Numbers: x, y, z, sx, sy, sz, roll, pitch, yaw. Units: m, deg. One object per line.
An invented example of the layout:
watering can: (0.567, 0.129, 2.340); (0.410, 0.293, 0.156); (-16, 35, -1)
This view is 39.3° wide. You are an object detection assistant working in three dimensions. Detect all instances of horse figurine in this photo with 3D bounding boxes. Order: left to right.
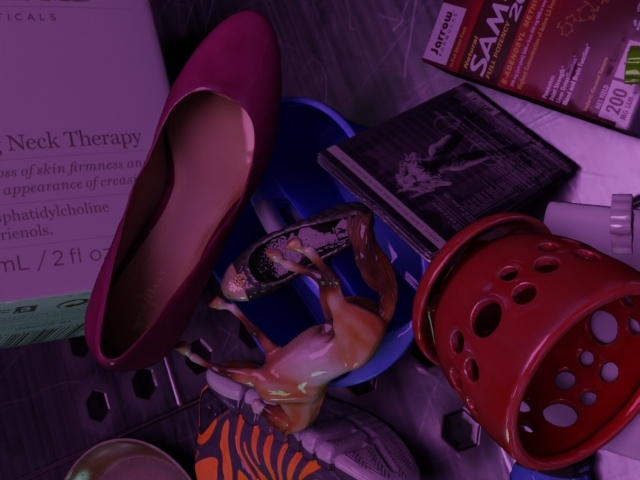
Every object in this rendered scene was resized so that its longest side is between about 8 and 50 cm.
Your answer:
horse figurine: (-0.013, 0.091, 0.879); (0.174, 0.066, 0.263); (40, 114, -16)

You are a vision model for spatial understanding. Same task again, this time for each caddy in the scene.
caddy: (0.000, 0.000, 1.003); (0.241, 0.179, 0.341); (-45, 66, 22)

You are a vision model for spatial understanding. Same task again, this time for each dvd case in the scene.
dvd case: (0.132, -0.078, 0.915); (0.164, 0.221, 0.018); (44, 145, 27)

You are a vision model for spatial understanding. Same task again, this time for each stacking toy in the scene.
stacking toy: (0.341, -0.081, 0.761); (0.167, 0.052, 0.221); (3, 62, 22)

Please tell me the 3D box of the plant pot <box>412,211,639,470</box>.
plant pot: (0.186, 0.080, 0.802); (0.174, 0.191, 0.191); (40, 109, 46)

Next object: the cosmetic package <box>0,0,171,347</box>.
cosmetic package: (-0.377, -0.085, 1.100); (0.327, 0.330, 0.393); (-31, 70, 57)

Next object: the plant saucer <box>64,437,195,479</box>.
plant saucer: (-0.243, 0.423, 1.215); (0.311, 0.050, 0.310); (-2, 86, 33)

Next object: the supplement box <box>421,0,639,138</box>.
supplement box: (0.238, -0.205, 0.922); (0.239, 0.073, 0.130); (26, 102, 32)

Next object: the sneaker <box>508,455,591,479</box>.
sneaker: (0.261, 0.252, 0.892); (0.152, 0.058, 0.084); (25, 110, 38)

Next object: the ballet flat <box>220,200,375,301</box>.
ballet flat: (-0.027, 0.008, 0.890); (0.173, 0.049, 0.057); (-29, 82, 8)

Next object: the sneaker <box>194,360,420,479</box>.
sneaker: (-0.027, 0.276, 1.055); (0.321, 0.125, 0.180); (22, 103, 43)

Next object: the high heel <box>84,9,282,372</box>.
high heel: (-0.122, -0.052, 0.870); (0.127, 0.181, 0.377); (17, 92, -5)

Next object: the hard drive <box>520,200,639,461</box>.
hard drive: (0.346, 0.095, 0.800); (0.353, 0.047, 0.232); (10, 92, 48)
